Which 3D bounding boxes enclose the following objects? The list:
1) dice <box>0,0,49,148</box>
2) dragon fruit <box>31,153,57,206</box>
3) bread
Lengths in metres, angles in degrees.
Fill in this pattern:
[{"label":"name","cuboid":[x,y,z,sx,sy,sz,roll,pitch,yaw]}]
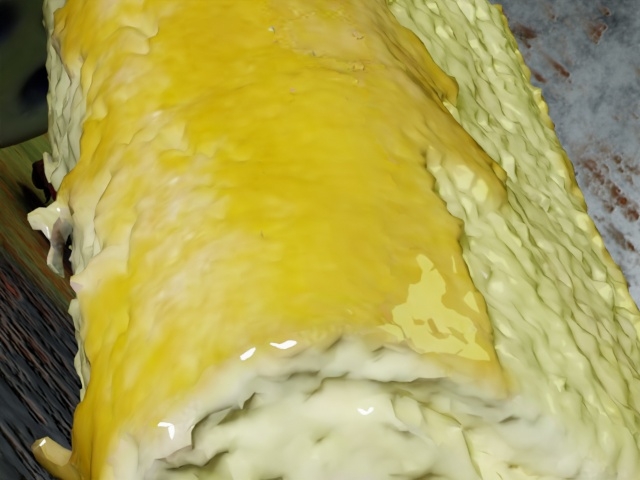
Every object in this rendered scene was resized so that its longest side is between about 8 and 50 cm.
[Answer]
[{"label":"dice","cuboid":[-0.178,-0.172,0.866,0.193,0.192,0.194,47,1,23]},{"label":"dragon fruit","cuboid":[-0.072,-0.002,1.044,0.211,0.147,0.282,35,5,-42]},{"label":"bread","cuboid":[0.000,0.000,0.665,0.236,0.165,0.375,34,24,-33]}]
